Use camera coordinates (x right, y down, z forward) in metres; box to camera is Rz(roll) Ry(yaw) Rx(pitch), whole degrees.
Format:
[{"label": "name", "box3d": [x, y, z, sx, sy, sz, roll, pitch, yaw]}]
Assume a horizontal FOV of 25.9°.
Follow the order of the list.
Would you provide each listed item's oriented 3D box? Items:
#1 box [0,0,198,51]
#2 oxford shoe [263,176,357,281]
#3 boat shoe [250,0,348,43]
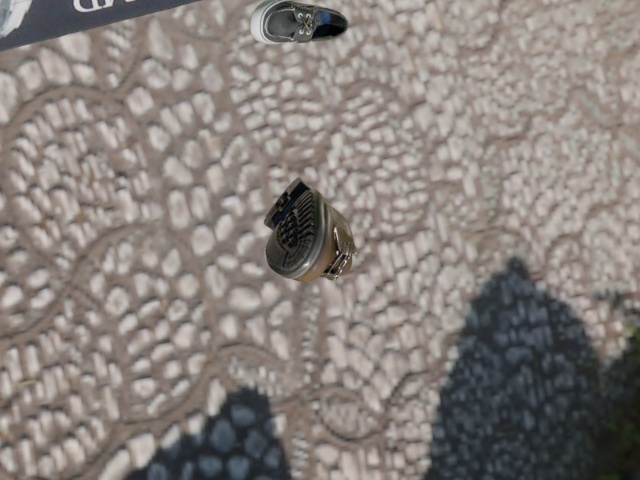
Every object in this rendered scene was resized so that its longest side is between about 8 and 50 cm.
[{"label": "box", "box3d": [-0.282, -0.385, 0.927, 0.472, 0.479, 0.297, 85, -14, -53]}, {"label": "oxford shoe", "box3d": [0.000, 0.000, 1.404, 0.096, 0.083, 0.227, 39, 12, -10]}, {"label": "boat shoe", "box3d": [-0.021, -0.237, 1.502, 0.142, 0.040, 0.049, -15, 113, -54]}]
